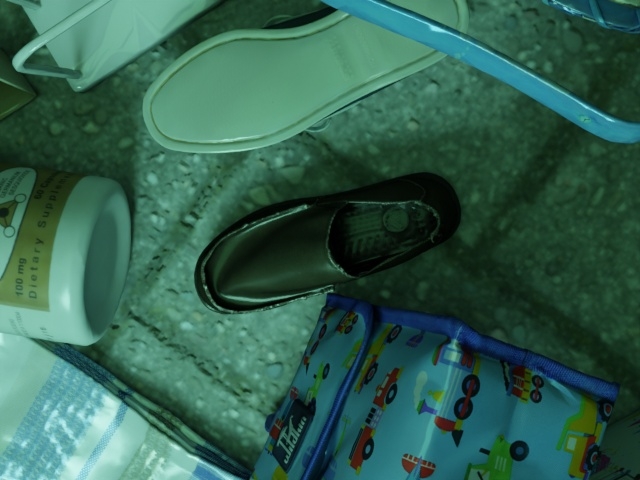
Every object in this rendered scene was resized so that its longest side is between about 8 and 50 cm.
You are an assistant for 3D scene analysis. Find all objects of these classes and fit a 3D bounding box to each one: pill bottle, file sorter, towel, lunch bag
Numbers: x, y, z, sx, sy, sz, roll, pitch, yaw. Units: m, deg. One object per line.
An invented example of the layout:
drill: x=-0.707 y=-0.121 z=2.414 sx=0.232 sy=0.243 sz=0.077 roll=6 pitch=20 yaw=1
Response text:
pill bottle: x=-0.274 y=0.002 z=0.827 sx=0.229 sy=0.131 sz=0.131 roll=8 pitch=96 yaw=6
file sorter: x=-0.193 y=-0.279 z=0.771 sx=0.193 sy=0.173 sz=0.278 roll=-31 pitch=91 yaw=8
towel: x=-0.215 y=0.204 z=0.891 sx=0.285 sy=0.034 sz=0.209 roll=33 pitch=99 yaw=2
lunch bag: x=0.035 y=0.158 z=0.747 sx=0.138 sy=0.293 sz=0.221 roll=23 pitch=84 yaw=-24

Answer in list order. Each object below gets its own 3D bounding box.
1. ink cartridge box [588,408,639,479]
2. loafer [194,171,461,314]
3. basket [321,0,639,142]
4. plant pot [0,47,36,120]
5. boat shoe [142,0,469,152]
ink cartridge box: x=0.242 y=0.234 z=0.774 sx=0.232 sy=0.171 sz=0.168 roll=-30 pitch=92 yaw=8
loafer: x=0.000 y=0.000 z=0.823 sx=0.220 sy=0.078 sz=0.080 roll=-22 pitch=93 yaw=8
basket: x=0.147 y=-0.227 z=0.699 sx=0.254 sy=0.201 sz=0.289 roll=27 pitch=72 yaw=2
plant pot: x=-0.309 y=-0.137 z=0.836 sx=0.109 sy=0.109 sz=0.096 roll=-30 pitch=80 yaw=8
boat shoe: x=-0.010 y=-0.133 z=0.812 sx=0.254 sy=0.079 sz=0.095 roll=-25 pitch=91 yaw=6
